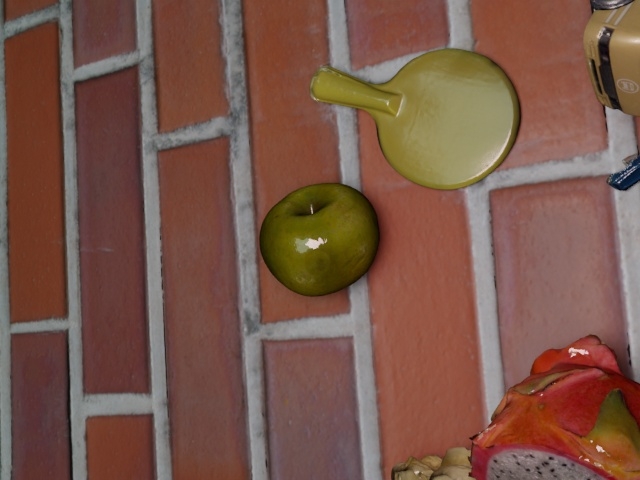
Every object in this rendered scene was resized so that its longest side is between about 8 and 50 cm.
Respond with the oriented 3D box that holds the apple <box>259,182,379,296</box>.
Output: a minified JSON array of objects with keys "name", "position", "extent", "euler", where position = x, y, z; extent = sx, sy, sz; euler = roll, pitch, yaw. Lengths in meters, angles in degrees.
[{"name":"apple","position":[0.000,0.000,1.232],"extent":[0.196,0.196,0.157],"euler":[-1,121,29]}]

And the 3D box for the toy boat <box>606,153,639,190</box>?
[{"name":"toy boat","position":[0.444,-0.104,1.080],"extent":[0.083,0.038,0.038],"euler":[-41,68,20]}]

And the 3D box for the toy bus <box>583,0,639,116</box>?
[{"name":"toy bus","position":[0.488,-0.320,0.926],"extent":[0.201,0.177,0.365],"euler":[33,82,39]}]

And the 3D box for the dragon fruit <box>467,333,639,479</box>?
[{"name":"dragon fruit","position":[0.361,0.270,0.978],"extent":[0.305,0.226,0.305],"euler":[27,143,23]}]

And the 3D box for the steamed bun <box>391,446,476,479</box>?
[{"name":"steamed bun","position":[0.209,0.393,1.115],"extent":[0.177,0.106,0.192],"euler":[-31,80,54]}]

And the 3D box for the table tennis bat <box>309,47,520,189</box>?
[{"name":"table tennis bat","position":[0.144,-0.214,1.248],"extent":[0.368,0.054,0.224],"euler":[20,96,24]}]
